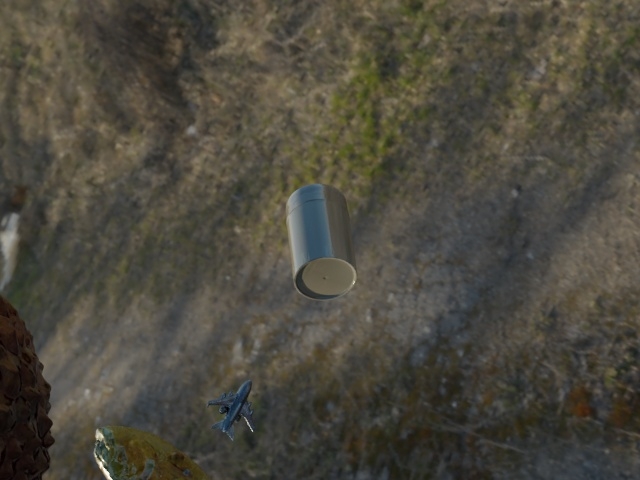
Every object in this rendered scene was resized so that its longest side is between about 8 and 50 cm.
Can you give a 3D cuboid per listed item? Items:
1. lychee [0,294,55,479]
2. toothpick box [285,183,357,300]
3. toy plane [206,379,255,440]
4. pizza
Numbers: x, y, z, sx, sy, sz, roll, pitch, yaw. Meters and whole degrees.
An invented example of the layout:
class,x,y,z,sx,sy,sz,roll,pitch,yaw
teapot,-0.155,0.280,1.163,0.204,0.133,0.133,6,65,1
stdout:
class,x,y,z,sx,sy,sz,roll,pitch,yaw
lychee,-0.560,0.209,1.211,0.424,0.500,0.425,-16,35,12
toothpick box,0.000,0.000,1.632,0.111,0.111,0.181,-43,35,30
toy plane,-0.117,0.229,1.324,0.031,0.078,0.083,-22,39,58
pizza,-0.221,0.387,1.490,0.087,0.258,0.268,-38,80,4
